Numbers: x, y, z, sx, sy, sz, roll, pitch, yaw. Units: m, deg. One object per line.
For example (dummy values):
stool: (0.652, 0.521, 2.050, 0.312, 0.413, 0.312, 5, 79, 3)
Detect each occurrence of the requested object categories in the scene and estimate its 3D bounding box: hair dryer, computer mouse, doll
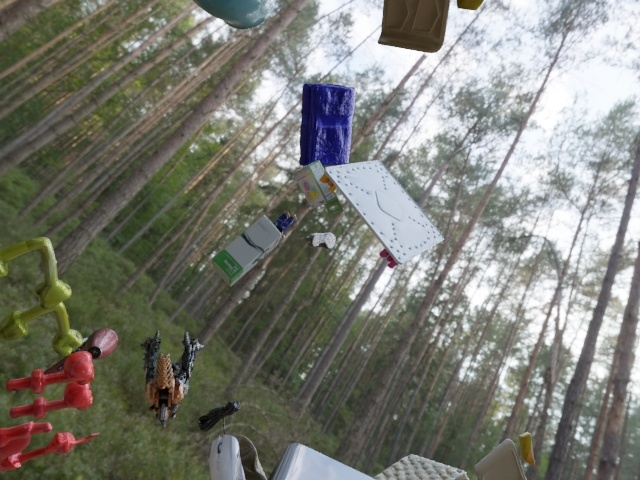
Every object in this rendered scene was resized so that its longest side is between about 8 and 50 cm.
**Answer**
hair dryer: (-0.677, 0.338, 1.274, 0.294, 0.223, 0.080, -29, -75, 35)
computer mouse: (-0.198, 0.437, 0.918, 0.106, 0.193, 0.042, -25, -27, 18)
doll: (-0.185, -0.044, 1.818, 0.129, 0.189, 0.046, 22, -32, 35)

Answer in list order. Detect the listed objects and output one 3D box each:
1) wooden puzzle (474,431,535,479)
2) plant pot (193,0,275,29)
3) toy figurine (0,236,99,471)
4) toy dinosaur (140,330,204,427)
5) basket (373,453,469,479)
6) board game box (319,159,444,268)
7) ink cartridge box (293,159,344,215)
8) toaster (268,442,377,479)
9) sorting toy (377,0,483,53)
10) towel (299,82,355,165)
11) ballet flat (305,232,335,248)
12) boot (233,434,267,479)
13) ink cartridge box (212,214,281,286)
wooden puzzle: (0.234, 0.303, 0.581, 0.014, 0.116, 0.078, -2, -73, 67)
plant pot: (-0.237, -0.709, 1.191, 0.272, 0.271, 0.255, 32, 3, 8)
toy figurine: (-0.260, 0.192, 0.307, 0.362, 0.191, 0.217, 114, -35, -42)
toy dinosaur: (-0.392, 0.364, 1.180, 0.164, 0.218, 0.322, 20, -41, -29)
basket: (0.145, 0.385, 0.635, 0.103, 0.113, 0.167, 65, -23, 9)
board game box: (0.220, -0.106, 1.545, 0.390, 0.390, 0.050, 53, -56, 12)
ink cartridge box: (-0.007, -0.179, 1.656, 0.109, 0.062, 0.209, -14, -74, 58)
toaster: (-0.016, 0.367, 0.547, 0.186, 0.168, 0.110, 23, 12, 5)
sorting toy: (0.231, -0.508, 0.916, 0.307, 0.041, 0.229, 41, -47, 49)
towel: (0.031, -0.434, 1.714, 0.076, 0.228, 0.308, 36, -53, 53)
ballet flat: (0.000, 0.000, 2.170, 0.058, 0.084, 0.250, 10, 5, 29)
boot: (-0.179, 0.625, 1.148, 0.213, 0.077, 0.165, 43, -38, 45)
ink cartridge box: (-0.226, 0.034, 1.386, 0.087, 0.208, 0.153, 46, -18, 2)
